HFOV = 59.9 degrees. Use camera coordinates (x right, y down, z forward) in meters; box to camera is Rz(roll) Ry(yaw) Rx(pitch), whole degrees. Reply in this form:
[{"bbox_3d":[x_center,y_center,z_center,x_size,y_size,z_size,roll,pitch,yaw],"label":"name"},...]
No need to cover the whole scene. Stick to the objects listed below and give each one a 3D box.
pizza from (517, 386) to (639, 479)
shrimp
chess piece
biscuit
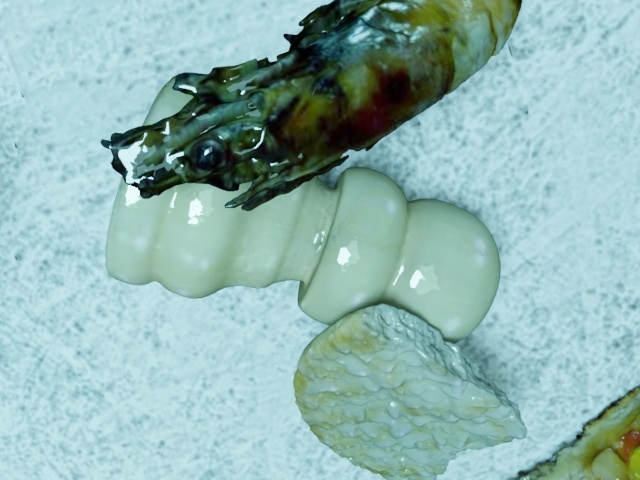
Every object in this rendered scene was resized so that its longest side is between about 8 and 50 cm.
[{"bbox_3d":[0.274,0.328,0.507,0.405,0.130,0.441,-8,99,1],"label":"pizza"},{"bbox_3d":[-0.007,-0.170,0.393,0.364,0.071,0.233,-36,81,-22],"label":"shrimp"},{"bbox_3d":[0.000,0.000,0.450,0.299,0.167,0.167,20,100,-6],"label":"chess piece"},{"bbox_3d":[0.073,0.142,0.467,0.188,0.040,0.266,-2,134,14],"label":"biscuit"}]
